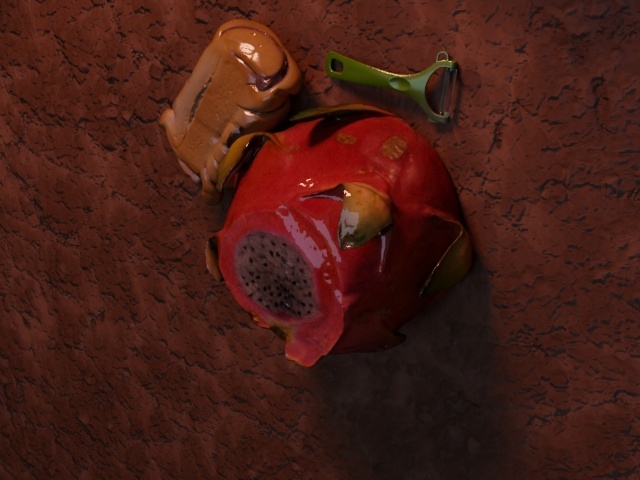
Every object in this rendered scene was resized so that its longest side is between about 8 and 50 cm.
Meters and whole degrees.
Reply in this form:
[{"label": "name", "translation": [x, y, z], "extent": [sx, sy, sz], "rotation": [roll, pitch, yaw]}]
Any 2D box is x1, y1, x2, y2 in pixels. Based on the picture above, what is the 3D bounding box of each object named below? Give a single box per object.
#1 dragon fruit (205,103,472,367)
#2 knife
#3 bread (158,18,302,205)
[{"label": "dragon fruit", "translation": [0.000, 0.000, 1.042], "extent": [0.291, 0.189, 0.290], "rotation": [12, 113, 31]}, {"label": "knife", "translation": [0.072, -0.182, 1.034], "extent": [0.166, 0.022, 0.078], "rotation": [19, 112, 28]}, {"label": "bread", "translation": [-0.110, -0.154, 1.134], "extent": [0.134, 0.081, 0.225], "rotation": [52, 130, 15]}]
